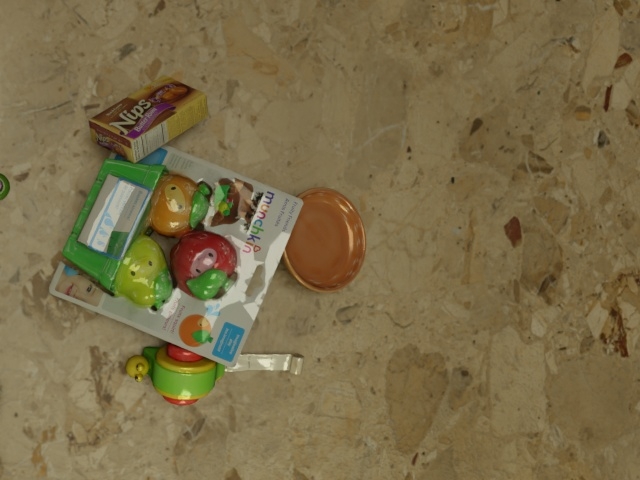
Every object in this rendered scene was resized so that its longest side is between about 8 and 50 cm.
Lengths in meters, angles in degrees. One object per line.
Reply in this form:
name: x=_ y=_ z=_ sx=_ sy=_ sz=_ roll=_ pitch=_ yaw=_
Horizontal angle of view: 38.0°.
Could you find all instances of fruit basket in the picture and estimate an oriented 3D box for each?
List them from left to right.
fruit basket: x=-0.251 y=0.007 z=1.619 sx=0.353 sy=0.165 sz=0.327 roll=22 pitch=80 yaw=7

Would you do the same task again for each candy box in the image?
candy box: x=-0.303 y=-0.217 z=1.644 sx=0.109 sy=0.053 sz=0.187 roll=28 pitch=48 yaw=28

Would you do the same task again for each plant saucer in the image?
plant saucer: x=0.000 y=0.000 z=1.757 sx=0.200 sy=0.037 sz=0.200 roll=5 pitch=82 yaw=-36

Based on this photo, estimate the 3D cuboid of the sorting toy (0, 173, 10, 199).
sorting toy: x=-0.594 y=-0.099 z=1.613 sx=0.102 sy=0.042 sz=0.061 roll=17 pitch=82 yaw=-15

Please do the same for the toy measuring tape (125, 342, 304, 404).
toy measuring tape: x=-0.182 y=0.237 z=1.667 sx=0.330 sy=0.121 sz=0.121 roll=4 pitch=85 yaw=-16
